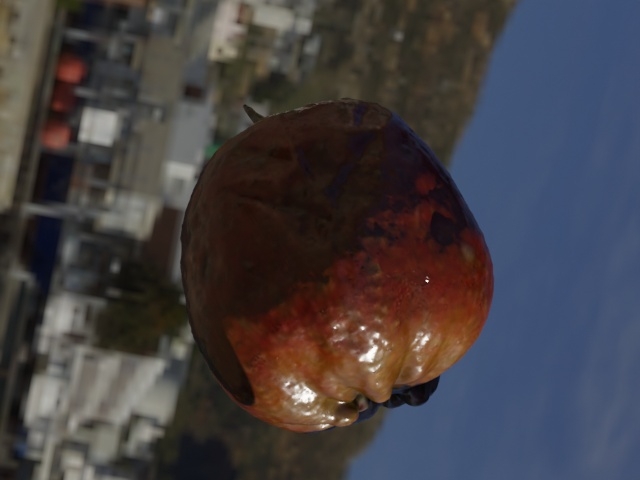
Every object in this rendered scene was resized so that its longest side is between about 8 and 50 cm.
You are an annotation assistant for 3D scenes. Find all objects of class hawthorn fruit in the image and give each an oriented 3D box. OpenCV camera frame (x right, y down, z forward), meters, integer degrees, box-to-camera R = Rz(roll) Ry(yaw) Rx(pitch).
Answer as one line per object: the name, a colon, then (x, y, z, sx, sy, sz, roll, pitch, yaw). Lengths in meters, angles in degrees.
hawthorn fruit: (0.010, 0.020, 1.560, 0.258, 0.258, 0.261, -151, -123, -83)
